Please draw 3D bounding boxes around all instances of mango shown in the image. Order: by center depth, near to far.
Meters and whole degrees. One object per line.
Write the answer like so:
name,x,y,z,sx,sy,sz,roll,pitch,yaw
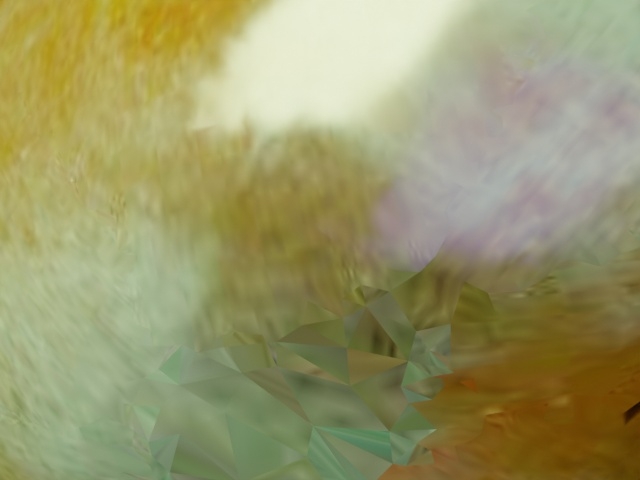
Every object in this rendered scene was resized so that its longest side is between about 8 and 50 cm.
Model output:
mango,0.000,0.000,0.459,0.221,0.199,0.384,43,139,-17
